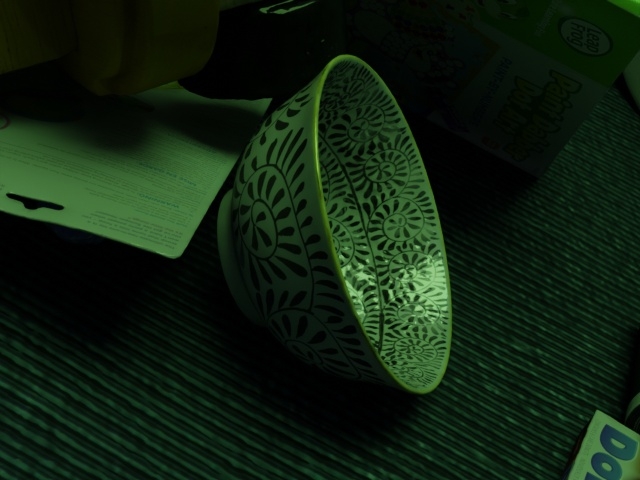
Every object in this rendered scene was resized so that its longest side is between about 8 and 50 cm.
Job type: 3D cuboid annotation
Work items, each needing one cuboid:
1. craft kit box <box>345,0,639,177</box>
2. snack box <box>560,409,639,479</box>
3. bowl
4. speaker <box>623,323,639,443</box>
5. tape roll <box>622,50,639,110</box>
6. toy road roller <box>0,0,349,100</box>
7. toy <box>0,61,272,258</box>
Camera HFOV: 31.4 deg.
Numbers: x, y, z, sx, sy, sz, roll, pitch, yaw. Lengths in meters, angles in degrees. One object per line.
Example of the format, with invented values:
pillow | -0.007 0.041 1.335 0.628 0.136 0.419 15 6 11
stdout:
craft kit box | 0.075 -0.157 0.730 0.247 0.250 0.061 26 74 4
snack box | 0.133 0.149 0.529 0.064 0.022 0.178 31 34 10
bowl | 0.000 0.000 0.566 0.080 0.170 0.170 -14 27 21
speaker | 0.208 0.073 0.653 0.055 0.055 0.136 29 34 4
tape roll | 0.386 -0.232 0.892 0.072 0.392 0.392 6 39 -29
toy road roller | -0.150 -0.186 0.593 0.241 0.202 0.329 -22 34 -27
toy | -0.114 -0.043 0.595 0.137 0.056 0.237 16 28 1
